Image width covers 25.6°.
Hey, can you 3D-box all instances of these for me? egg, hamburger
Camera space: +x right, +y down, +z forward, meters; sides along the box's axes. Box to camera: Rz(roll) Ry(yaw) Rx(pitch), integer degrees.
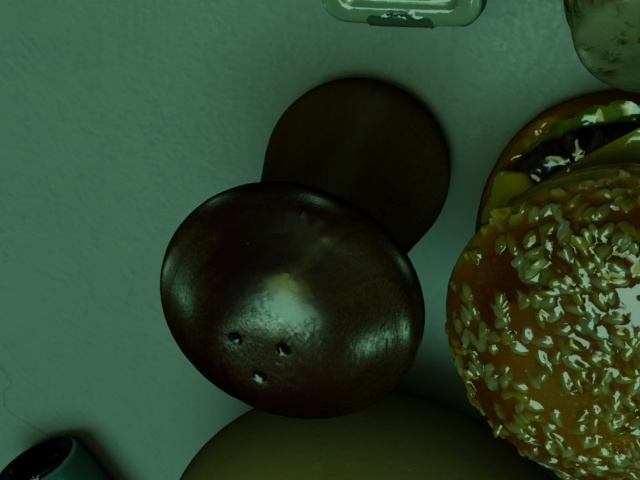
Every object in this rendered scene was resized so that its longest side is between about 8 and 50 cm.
[{"bbox_3d":[0.047,0.283,1.223,0.373,0.301,0.301,14,125,5],"label":"egg"},{"bbox_3d":[0.236,0.042,1.057,0.291,0.225,0.291,8,121,14],"label":"hamburger"}]

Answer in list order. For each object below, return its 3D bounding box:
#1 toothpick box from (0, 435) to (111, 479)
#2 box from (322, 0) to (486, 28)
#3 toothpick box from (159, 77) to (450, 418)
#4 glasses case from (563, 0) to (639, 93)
[{"bbox_3d":[-0.250,0.295,1.440,0.120,0.120,0.184,-15,113,26],"label":"toothpick box"},{"bbox_3d":[0.064,-0.246,1.004,0.124,0.093,0.172,6,123,15],"label":"box"},{"bbox_3d":[0.000,0.000,1.059,0.192,0.294,0.192,8,124,12],"label":"toothpick box"},{"bbox_3d":[0.364,-0.201,0.908,0.425,0.098,0.156,-19,157,27],"label":"glasses case"}]
